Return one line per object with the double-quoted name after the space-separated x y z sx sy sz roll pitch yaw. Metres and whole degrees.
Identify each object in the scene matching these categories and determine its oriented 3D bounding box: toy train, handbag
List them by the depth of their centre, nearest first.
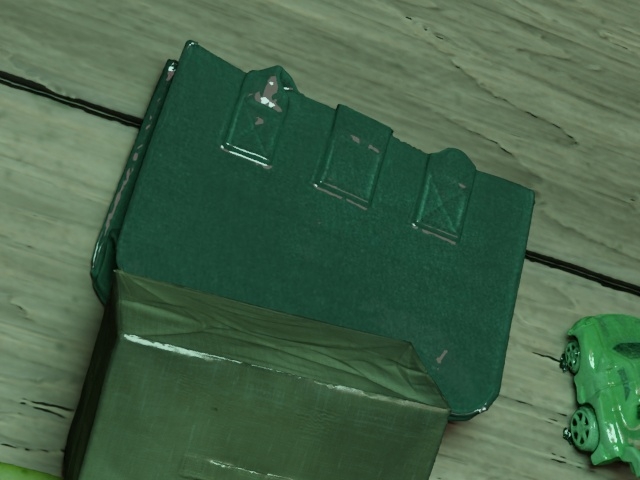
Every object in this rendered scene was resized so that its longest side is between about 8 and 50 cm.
-0.001 0.001 1.224 0.326 0.089 0.238 23 64 -12 "handbag"
0.261 0.131 1.288 0.099 0.081 0.149 3 69 -21 "toy train"

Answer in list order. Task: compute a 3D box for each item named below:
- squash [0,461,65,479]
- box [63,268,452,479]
-0.213 0.228 0.982 0.252 0.049 0.252 14 25 -6 "squash"
-0.050 0.135 1.064 0.231 0.155 0.149 15 102 -11 "box"
